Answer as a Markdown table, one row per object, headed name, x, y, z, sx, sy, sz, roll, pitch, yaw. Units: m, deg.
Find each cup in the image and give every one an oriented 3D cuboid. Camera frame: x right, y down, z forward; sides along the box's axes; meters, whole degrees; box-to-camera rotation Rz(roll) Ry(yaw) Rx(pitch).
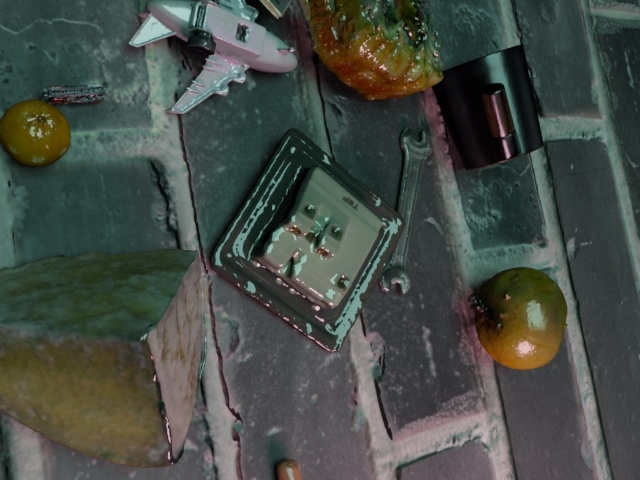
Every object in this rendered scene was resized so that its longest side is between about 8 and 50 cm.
| name | x | y | z | sx | sy | sz | roll | pitch | yaw |
| --- | --- | --- | --- | --- | --- | --- | --- | --- | --- |
| cup | 0.273 | -0.216 | 1.252 | 0.239 | 0.166 | 0.177 | -29 | 103 | -54 |

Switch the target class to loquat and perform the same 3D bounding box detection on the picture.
| name | x | y | z | sx | sy | sz | roll | pitch | yaw |
| --- | --- | --- | --- | --- | --- | --- | --- | --- | --- |
| loquat | 0.345 | 0.133 | 1.254 | 0.204 | 0.149 | 0.172 | 15 | 68 | -41 |

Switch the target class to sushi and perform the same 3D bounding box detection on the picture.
| name | x | y | z | sx | sy | sz | roll | pitch | yaw |
| --- | --- | --- | --- | --- | --- | --- | --- | --- | --- |
| sushi | 0.086 | -0.335 | 1.162 | 0.274 | 0.139 | 0.184 | 17 | 69 | -51 |

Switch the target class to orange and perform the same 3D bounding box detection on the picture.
| name | x | y | z | sx | sy | sz | roll | pitch | yaw |
| --- | --- | --- | --- | --- | --- | --- | --- | --- | --- |
| orange | -0.348 | -0.130 | 0.903 | 0.083 | 0.070 | 0.083 | 9 | 72 | -30 |

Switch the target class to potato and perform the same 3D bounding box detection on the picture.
| name | x | y | z | sx | sy | sz | roll | pitch | yaw |
| --- | --- | --- | --- | --- | --- | --- | --- | --- | --- |
| potato | -0.278 | 0.129 | 0.891 | 0.264 | 0.211 | 0.189 | 5 | 119 | 0 |

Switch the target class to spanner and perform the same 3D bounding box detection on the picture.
| name | x | y | z | sx | sy | sz | roll | pitch | yaw |
| --- | --- | --- | --- | --- | --- | --- | --- | --- | --- |
| spanner | 0.144 | -0.053 | 1.238 | 0.071 | 0.017 | 0.302 | 20 | 70 | -28 |

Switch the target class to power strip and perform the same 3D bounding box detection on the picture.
| name | x | y | z | sx | sy | sz | roll | pitch | yaw |
| --- | --- | --- | --- | --- | --- | --- | --- | --- | --- |
| power strip | 0.002 | -0.002 | 1.091 | 0.257 | 0.092 | 0.251 | 37 | 63 | -23 |

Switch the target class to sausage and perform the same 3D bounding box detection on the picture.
| name | x | y | z | sx | sy | sz | roll | pitch | yaw |
| --- | --- | --- | --- | --- | --- | --- | --- | --- | --- |
| sausage | -0.040 | 0.348 | 1.033 | 0.034 | 0.034 | 0.083 | -9 | 85 | -34 |

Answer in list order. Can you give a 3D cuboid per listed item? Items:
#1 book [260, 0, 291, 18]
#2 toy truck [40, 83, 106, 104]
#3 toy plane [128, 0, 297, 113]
| name | x | y | z | sx | sy | sz | roll | pitch | yaw |
| --- | --- | --- | --- | --- | --- | --- | --- | --- | --- |
| book | -0.084 | -0.414 | 1.113 | 0.127 | 0.014 | 0.181 | 43 | 35 | -19 |
| toy truck | -0.320 | -0.189 | 0.955 | 0.083 | 0.032 | 0.024 | -11 | 91 | -33 |
| toy plane | -0.136 | -0.291 | 1.051 | 0.255 | 0.101 | 0.251 | 13 | 84 | -30 |
